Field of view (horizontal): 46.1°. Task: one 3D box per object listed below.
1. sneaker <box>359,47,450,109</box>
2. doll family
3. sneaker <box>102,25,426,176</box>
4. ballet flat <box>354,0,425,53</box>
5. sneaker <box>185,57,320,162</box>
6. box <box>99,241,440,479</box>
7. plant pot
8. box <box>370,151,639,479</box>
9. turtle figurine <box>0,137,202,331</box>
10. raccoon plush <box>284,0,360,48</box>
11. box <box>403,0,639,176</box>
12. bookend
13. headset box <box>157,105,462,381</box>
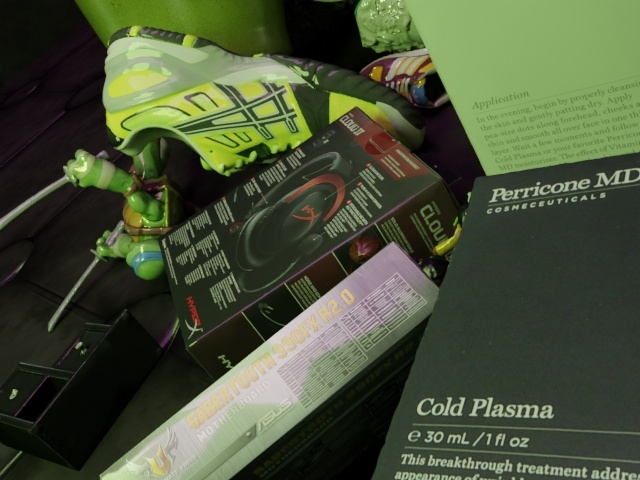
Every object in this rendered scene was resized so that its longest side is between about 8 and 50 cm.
[{"bbox_3d":[0.111,-0.196,0.946,0.186,0.069,0.084,-16,31,27],"label":"sneaker"},{"bbox_3d":[0.108,0.020,0.609,0.193,0.111,0.076,-31,45,7],"label":"doll family"},{"bbox_3d":[-0.069,-0.142,0.896,0.385,0.147,0.145,11,-1,5],"label":"sneaker"},{"bbox_3d":[0.224,-0.348,0.978,0.409,0.147,0.147,-29,31,23],"label":"ballet flat"},{"bbox_3d":[-0.089,-0.190,1.095,0.296,0.104,0.147,9,49,40],"label":"sneaker"},{"bbox_3d":[-0.011,0.124,0.522,0.231,0.183,0.056,-39,63,-7],"label":"box"},{"bbox_3d":[-0.205,-0.392,1.088,0.367,0.353,0.366,-20,8,3],"label":"plant pot"},{"bbox_3d":[0.219,0.110,0.338,0.343,0.179,0.312,-6,42,36],"label":"box"},{"bbox_3d":[-0.280,-0.064,0.975,0.275,0.198,0.266,-17,48,18],"label":"turtle figurine"},{"bbox_3d":[0.086,-0.427,1.171,0.299,0.216,0.446,-47,34,-6],"label":"raccoon plush"},{"bbox_3d":[0.200,-0.183,0.588,0.168,0.345,0.215,-9,39,34],"label":"box"},{"bbox_3d":[-0.282,0.153,0.826,0.156,0.072,0.157,0,44,42],"label":"bookend"},{"bbox_3d":[0.000,0.000,0.743,0.293,0.110,0.218,-34,32,-1],"label":"headset box"}]
